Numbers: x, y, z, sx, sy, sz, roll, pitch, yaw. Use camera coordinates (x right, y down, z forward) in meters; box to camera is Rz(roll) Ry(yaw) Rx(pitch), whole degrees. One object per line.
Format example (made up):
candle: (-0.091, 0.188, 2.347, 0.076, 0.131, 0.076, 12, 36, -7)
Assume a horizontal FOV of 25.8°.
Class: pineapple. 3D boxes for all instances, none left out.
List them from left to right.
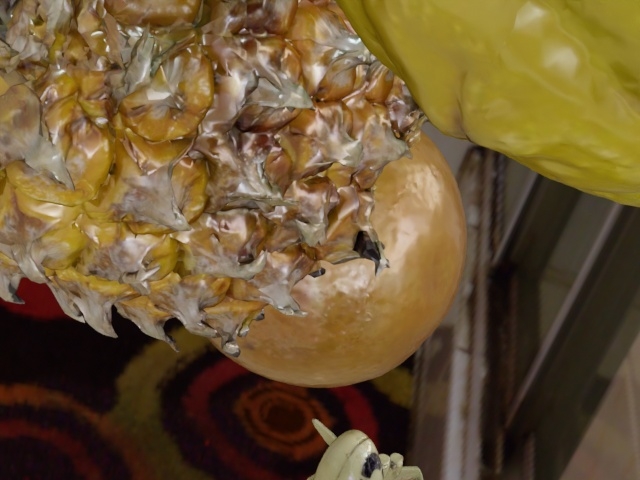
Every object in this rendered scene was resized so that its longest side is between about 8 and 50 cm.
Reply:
pineapple: (-0.113, -0.118, 0.858, 0.352, 0.352, 0.300, 52, 11, 35)

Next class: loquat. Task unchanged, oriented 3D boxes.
loquat: (0.000, 0.000, 1.506, 0.328, 0.328, 0.328, 12, 37, -10)

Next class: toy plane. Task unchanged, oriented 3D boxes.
toy plane: (0.014, 0.248, 1.309, 0.229, 0.244, 0.092, -28, 54, -30)

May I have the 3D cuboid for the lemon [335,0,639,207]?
lemon: (0.151, -0.178, 0.535, 0.347, 0.348, 0.348, 12, 37, -10)
